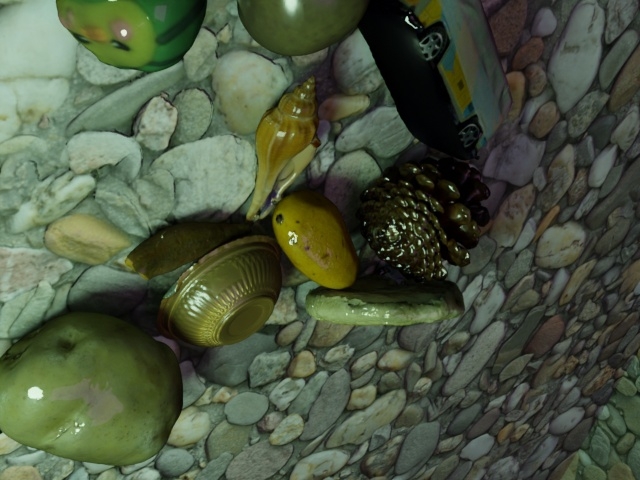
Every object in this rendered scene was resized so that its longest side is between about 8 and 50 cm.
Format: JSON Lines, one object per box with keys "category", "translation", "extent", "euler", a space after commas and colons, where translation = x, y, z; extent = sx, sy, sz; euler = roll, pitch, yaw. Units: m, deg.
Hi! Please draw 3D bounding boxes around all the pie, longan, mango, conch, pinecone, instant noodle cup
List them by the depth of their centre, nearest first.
{"category": "longan", "translation": [-0.022, -0.364, 1.093], "extent": [0.197, 0.196, 0.220], "euler": [-14, 126, -32]}
{"category": "conch", "translation": [-0.074, -0.149, 1.325], "extent": [0.109, 0.093, 0.330], "euler": [-30, 162, -44]}
{"category": "instant noodle cup", "translation": [-0.156, 0.115, 1.419], "extent": [0.274, 0.090, 0.274], "euler": [-32, 153, -19]}
{"category": "mango", "translation": [0.000, 0.000, 1.451], "extent": [0.109, 0.147, 0.227], "euler": [-18, 129, 35]}
{"category": "pinecone", "translation": [0.221, -0.057, 1.535], "extent": [0.292, 0.246, 0.246], "euler": [-36, 143, -40]}
{"category": "pie", "translation": [0.118, 0.118, 1.540], "extent": [0.338, 0.338, 0.075], "euler": [-8, 98, -36]}

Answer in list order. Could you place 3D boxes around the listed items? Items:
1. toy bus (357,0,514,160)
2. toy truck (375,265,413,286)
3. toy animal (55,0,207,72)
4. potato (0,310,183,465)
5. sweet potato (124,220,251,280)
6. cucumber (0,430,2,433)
{"category": "toy bus", "translation": [0.203, -0.323, 1.352], "extent": [0.162, 0.171, 0.386], "euler": [-50, 141, -10]}
{"category": "toy truck", "translation": [0.162, 0.092, 1.742], "extent": [0.111, 0.076, 0.077], "euler": [-32, 159, -14]}
{"category": "toy animal", "translation": [-0.236, -0.356, 0.918], "extent": [0.191, 0.216, 0.338], "euler": [-57, 151, -30]}
{"category": "potato", "translation": [-0.368, 0.242, 1.291], "extent": [0.326, 0.221, 0.243], "euler": [23, 95, -40]}
{"category": "sweet potato", "translation": [-0.225, 0.003, 1.332], "extent": [0.244, 0.077, 0.077], "euler": [-26, 138, -39]}
{"category": "cucumber", "translation": [-0.567, 0.311, 1.321], "extent": [0.220, 0.046, 0.070], "euler": [-37, 133, -12]}
